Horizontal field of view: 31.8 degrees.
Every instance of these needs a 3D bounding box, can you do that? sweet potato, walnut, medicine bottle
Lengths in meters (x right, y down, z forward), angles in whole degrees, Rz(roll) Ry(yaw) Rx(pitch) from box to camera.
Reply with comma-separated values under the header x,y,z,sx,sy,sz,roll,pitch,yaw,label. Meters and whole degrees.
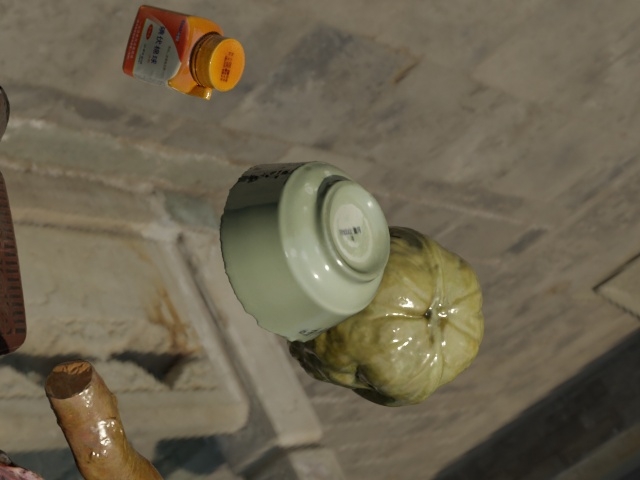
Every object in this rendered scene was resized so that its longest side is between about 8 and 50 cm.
x,y,z,sx,sy,sz,roll,pitch,yaw,label
-0.185,0.226,1.063,0.059,0.067,0.281,-6,133,15,sweet potato
0.098,0.115,1.695,0.282,0.253,0.277,-29,-173,-39,walnut
-0.262,-0.360,2.170,0.112,0.222,0.149,10,98,-57,medicine bottle

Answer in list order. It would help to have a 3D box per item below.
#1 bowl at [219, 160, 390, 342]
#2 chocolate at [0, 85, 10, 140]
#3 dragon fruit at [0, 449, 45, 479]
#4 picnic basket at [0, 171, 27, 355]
x,y,z,sx,sy,sz,roll,pitch,yaw,label
0.000,0.000,1.245,0.112,0.211,0.211,-18,166,38,bowl
-0.315,-0.085,0.823,0.149,0.080,0.125,24,94,-14,chocolate
-0.371,0.363,1.019,0.263,0.296,0.314,-48,150,11,dragon fruit
-0.454,0.032,1.318,0.223,0.296,0.129,-13,173,22,picnic basket
